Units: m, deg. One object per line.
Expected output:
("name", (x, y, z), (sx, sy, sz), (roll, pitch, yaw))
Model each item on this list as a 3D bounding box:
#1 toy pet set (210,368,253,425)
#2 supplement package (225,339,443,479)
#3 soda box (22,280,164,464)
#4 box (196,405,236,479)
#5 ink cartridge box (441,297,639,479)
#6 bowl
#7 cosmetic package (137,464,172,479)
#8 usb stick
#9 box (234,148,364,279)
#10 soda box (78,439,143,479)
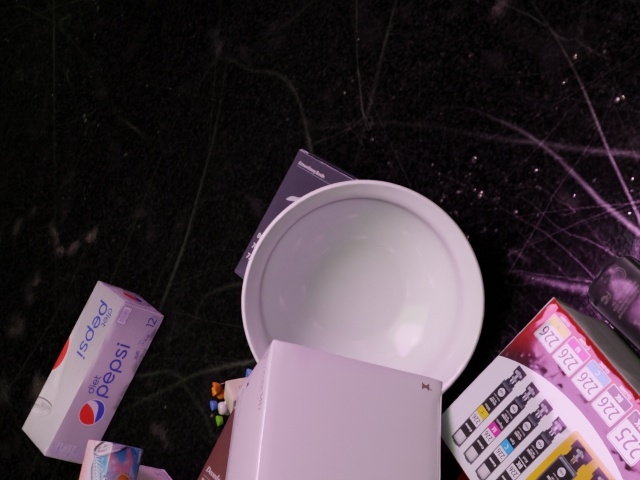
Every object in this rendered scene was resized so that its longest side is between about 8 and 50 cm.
("toy pet set", (-0.108, 0.239, 1.546), (0.122, 0.065, 0.114), (-119, 30, -44))
("supplement package", (0.009, 0.270, 1.137), (0.145, 0.204, 0.262), (123, 157, -51))
("soda box", (-0.377, 0.219, 1.771), (0.098, 0.091, 0.286), (31, 94, 47))
("box", (-0.095, 0.417, 1.343), (0.143, 0.191, 0.381), (33, 95, 46))
("ink cartridge box", (0.268, 0.268, 1.107), (0.272, 0.130, 0.309), (-50, 46, 17))
("bowl", (0.050, 0.070, 1.347), (0.298, 0.298, 0.134), (-61, 5, 4))
("cosmetic package", (-0.306, 0.499, 1.566), (0.160, 0.113, 0.309), (34, 97, 46))
("usb stick", (0.388, 0.117, 1.121), (0.077, 0.045, 0.278), (-58, 44, 18))
("box", (0.000, 0.000, 1.495), (0.153, 0.108, 0.207), (34, 97, 46))
("soda box", (-0.307, 0.375, 1.497), (0.063, 0.058, 0.183), (-3, 71, 43))
